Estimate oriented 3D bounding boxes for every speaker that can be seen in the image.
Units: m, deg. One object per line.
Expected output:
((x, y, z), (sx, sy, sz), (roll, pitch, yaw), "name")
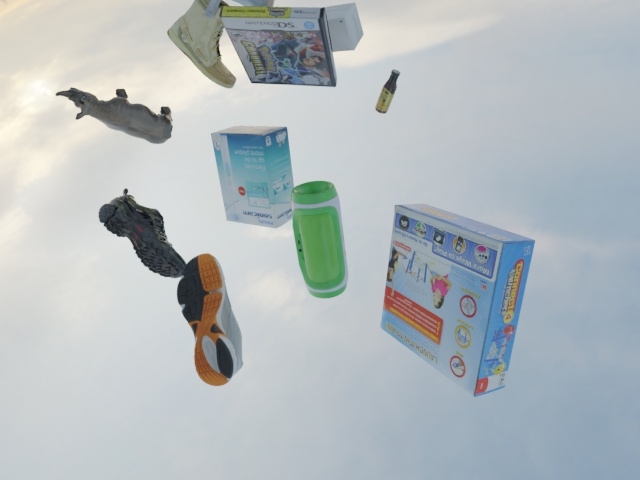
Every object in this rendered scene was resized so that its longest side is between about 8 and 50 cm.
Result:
((0.000, 0.000, 1.256), (0.131, 0.297, 0.131), (-7, -155, 3), "speaker")

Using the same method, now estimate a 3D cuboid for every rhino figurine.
((-0.423, -0.269, 1.004), (0.073, 0.243, 0.106), (-51, -132, 27), "rhino figurine")

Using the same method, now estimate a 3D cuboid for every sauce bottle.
((0.197, -0.435, 1.394), (0.042, 0.128, 0.042), (11, -140, -9), "sauce bottle")

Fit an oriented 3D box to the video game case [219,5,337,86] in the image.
((-0.094, -0.484, 1.213), (0.248, 0.275, 0.035), (5, -105, 10), "video game case")

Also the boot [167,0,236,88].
((-0.331, -0.640, 1.526), (0.203, 0.262, 0.095), (-38, -162, 26), "boot")

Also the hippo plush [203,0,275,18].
((-0.234, -0.766, 1.382), (0.294, 0.234, 0.237), (-44, -153, 11), "hippo plush")

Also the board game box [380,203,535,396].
((0.261, 0.103, 0.988), (0.086, 0.302, 0.308), (-5, -161, -29), "board game box")

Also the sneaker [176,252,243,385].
((-0.218, 0.158, 0.981), (0.099, 0.121, 0.263), (-11, -98, 8), "sneaker")

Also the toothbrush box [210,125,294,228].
((-0.206, -0.205, 1.514), (0.216, 0.296, 0.126), (10, -151, 31), "toothbrush box")

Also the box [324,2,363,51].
((0.056, -0.609, 1.372), (0.101, 0.101, 0.087), (6, -127, 28), "box")

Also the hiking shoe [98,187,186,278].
((-0.368, -0.018, 1.057), (0.086, 0.227, 0.114), (-27, -156, 33), "hiking shoe")
